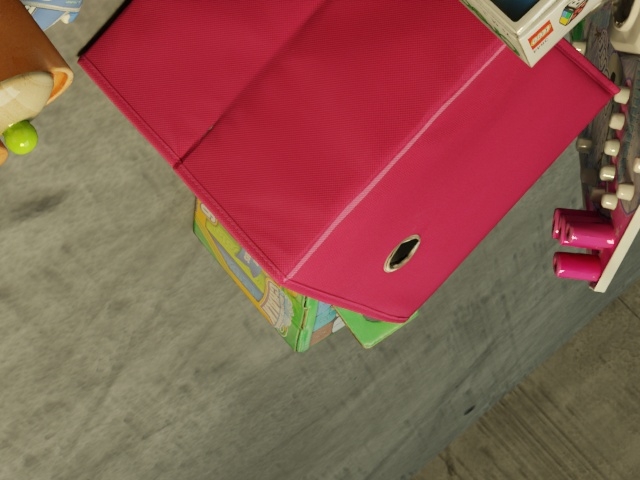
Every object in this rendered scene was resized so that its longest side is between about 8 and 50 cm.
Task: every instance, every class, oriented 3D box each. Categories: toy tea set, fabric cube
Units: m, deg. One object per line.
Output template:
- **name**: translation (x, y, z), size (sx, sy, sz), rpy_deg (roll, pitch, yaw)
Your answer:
- **toy tea set**: translation (-0.265, -0.017, 1.075), size (0.200, 0.124, 0.336), rpy_deg (-23, 170, -35)
- **fabric cube**: translation (0.029, -0.124, 1.307), size (0.258, 0.259, 0.254), rpy_deg (-47, 157, 10)

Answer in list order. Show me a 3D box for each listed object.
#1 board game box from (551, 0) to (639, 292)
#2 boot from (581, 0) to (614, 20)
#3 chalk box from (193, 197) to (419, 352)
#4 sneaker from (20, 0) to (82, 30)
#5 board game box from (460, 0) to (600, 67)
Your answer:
- **board game box**: translation (0.262, -0.220, 1.458), size (0.050, 0.390, 0.390), rpy_deg (7, 142, -7)
- **boot**: translation (0.147, -0.326, 1.281), size (0.118, 0.338, 0.223), rpy_deg (-33, 117, 17)
- **chalk box**: translation (0.000, 0.000, 1.543), size (0.132, 0.213, 0.132), rpy_deg (-32, 156, -25)
- **sneaker**: translation (-0.222, -0.145, 1.079), size (0.211, 0.080, 0.081), rpy_deg (-25, 149, -35)
- **board game box**: translation (0.096, -0.278, 1.073), size (0.193, 0.305, 0.053), rpy_deg (-43, 157, 1)
